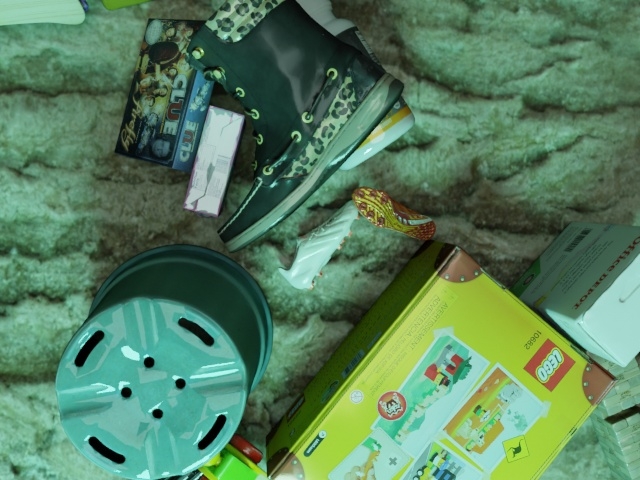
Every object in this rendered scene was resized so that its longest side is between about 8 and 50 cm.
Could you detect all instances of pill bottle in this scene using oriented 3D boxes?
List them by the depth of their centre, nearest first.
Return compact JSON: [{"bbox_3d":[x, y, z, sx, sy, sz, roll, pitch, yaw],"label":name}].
[{"bbox_3d":[0.026,-0.274,1.050,0.162,0.162,0.278,-35,97,-2],"label":"pill bottle"}]

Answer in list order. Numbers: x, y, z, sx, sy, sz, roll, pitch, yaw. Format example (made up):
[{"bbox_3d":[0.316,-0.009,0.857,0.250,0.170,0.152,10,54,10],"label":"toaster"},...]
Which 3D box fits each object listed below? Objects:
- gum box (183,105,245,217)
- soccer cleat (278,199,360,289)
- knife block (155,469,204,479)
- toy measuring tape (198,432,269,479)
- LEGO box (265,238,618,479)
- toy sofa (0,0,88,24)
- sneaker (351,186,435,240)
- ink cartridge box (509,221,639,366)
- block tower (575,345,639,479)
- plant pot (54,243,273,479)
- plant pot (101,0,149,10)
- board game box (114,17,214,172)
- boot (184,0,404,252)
[{"bbox_3d":[-0.184,-0.129,1.065,0.062,0.107,0.188,15,92,-7],"label":"gum box"},{"bbox_3d":[0.000,0.000,1.116,0.076,0.068,0.196,35,93,-4],"label":"soccer cleat"},{"bbox_3d":[-0.320,0.497,1.106,0.275,0.088,0.242,5,93,-6],"label":"knife block"},{"bbox_3d":[-0.128,0.438,1.102,0.121,0.121,0.330,-38,128,-2],"label":"toy measuring tape"},{"bbox_3d":[0.199,0.304,1.091,0.372,0.193,0.500,40,89,-7],"label":"LEGO box"},{"bbox_3d":[-0.563,-0.444,0.962,0.362,0.177,0.150,-12,55,-14],"label":"toy sofa"},{"bbox_3d":[0.128,-0.045,1.118,0.175,0.067,0.064,28,90,-20],"label":"sneaker"},{"bbox_3d":[0.479,0.080,1.062,0.117,0.278,0.201,43,89,-7],"label":"ink cartridge box"},{"bbox_3d":[0.580,0.326,1.185,0.091,0.097,0.335,-22,94,-4],"label":"block tower"},{"bbox_3d":[-0.239,0.188,0.969,0.341,0.334,0.341,0,94,-7],"label":"plant pot"},{"bbox_3d":[-0.297,-0.526,0.986,0.212,0.187,0.212,-16,96,-4],"label":"plant pot"},{"bbox_3d":[-0.256,-0.249,1.033,0.165,0.042,0.243,16,93,36],"label":"board game box"},{"bbox_3d":[-0.094,-0.191,0.946,0.284,0.138,0.377,45,109,-3],"label":"boot"}]
